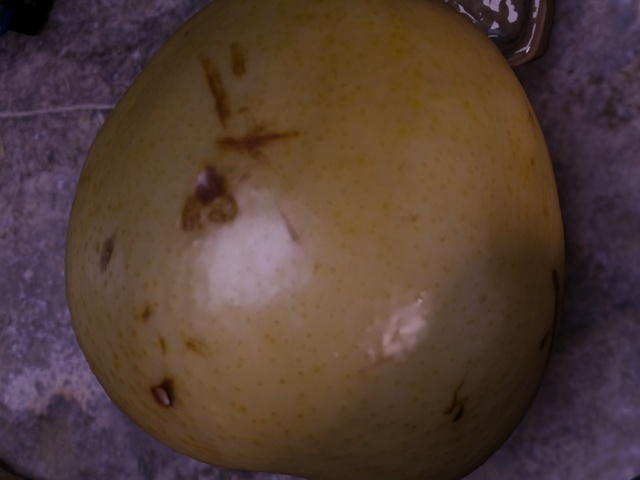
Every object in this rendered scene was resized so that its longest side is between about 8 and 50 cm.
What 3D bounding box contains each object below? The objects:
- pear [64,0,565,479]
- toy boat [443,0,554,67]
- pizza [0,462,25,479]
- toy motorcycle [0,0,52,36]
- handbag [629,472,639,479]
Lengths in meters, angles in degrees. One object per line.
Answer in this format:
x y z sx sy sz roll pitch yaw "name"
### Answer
0.000 0.000 0.781 0.309 0.309 0.309 -3 85 30 "pear"
0.087 -0.179 0.876 0.116 0.061 0.188 -48 65 17 "toy boat"
-0.242 0.360 1.018 0.392 0.080 0.435 -1 88 30 "pizza"
-0.254 -0.326 1.057 0.196 0.125 0.331 15 90 31 "toy motorcycle"
0.236 0.185 0.630 0.149 0.302 0.283 -22 69 25 "handbag"
